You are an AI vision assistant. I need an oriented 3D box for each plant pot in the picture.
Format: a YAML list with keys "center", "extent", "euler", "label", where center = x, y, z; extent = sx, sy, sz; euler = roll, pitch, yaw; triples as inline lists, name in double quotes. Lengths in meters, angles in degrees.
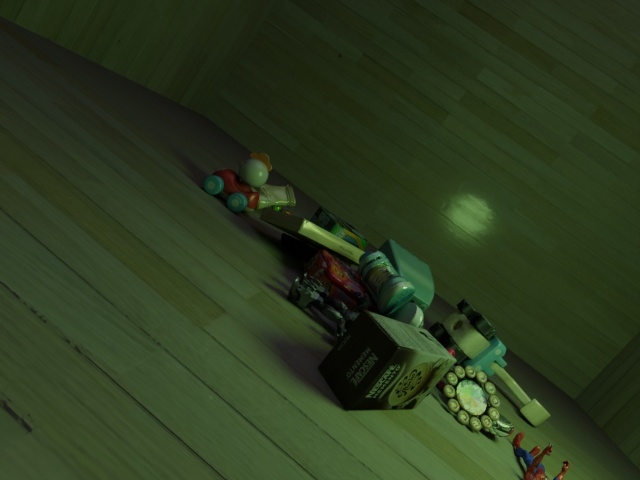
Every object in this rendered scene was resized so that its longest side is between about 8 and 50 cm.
- center: [0.307, 0.199, 1.610]
  extent: [0.247, 0.248, 0.252]
  euler: [33, 23, -21]
  label: "plant pot"

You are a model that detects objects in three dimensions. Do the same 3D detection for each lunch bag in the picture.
- center: [0.074, 0.162, 1.317]
  extent: [0.258, 0.120, 0.293]
  euler: [38, 10, -17]
  label: "lunch bag"

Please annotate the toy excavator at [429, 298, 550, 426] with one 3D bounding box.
- center: [0.748, 0.528, 1.744]
  extent: [0.445, 0.222, 0.433]
  euler: [43, 9, -16]
  label: "toy excavator"

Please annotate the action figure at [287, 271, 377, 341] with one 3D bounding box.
- center: [0.051, 0.194, 1.079]
  extent: [0.285, 0.099, 0.185]
  euler: [30, 27, 10]
  label: "action figure"

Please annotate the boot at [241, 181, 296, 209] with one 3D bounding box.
- center: [-0.240, -0.230, 1.824]
  extent: [0.203, 0.095, 0.262]
  euler: [-5, 36, -28]
  label: "boot"

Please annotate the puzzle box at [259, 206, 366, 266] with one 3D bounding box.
- center: [0.000, 0.000, 1.485]
  extent: [0.409, 0.052, 0.272]
  euler: [28, -5, -37]
  label: "puzzle box"

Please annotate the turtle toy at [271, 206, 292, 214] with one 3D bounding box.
- center: [-0.175, -0.118, 1.853]
  extent: [0.130, 0.066, 0.095]
  euler: [34, 10, -14]
  label: "turtle toy"

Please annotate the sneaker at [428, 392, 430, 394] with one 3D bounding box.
- center: [0.216, 0.334, 1.090]
  extent: [0.211, 0.080, 0.081]
  euler: [42, 13, 24]
  label: "sneaker"

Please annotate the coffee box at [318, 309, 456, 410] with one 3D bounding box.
- center: [0.159, 0.278, 0.901]
  extent: [0.297, 0.168, 0.119]
  euler: [25, 15, -46]
  label: "coffee box"

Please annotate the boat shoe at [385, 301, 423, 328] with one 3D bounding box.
- center: [0.237, 0.263, 1.146]
  extent: [0.102, 0.108, 0.301]
  euler: [37, -26, 4]
  label: "boat shoe"

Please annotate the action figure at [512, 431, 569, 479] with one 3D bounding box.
- center: [0.613, 0.599, 1.102]
  extent: [0.091, 0.139, 0.280]
  euler: [38, 12, 15]
  label: "action figure"

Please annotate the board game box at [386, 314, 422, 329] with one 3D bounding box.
- center: [0.371, 0.371, 1.441]
  extent: [0.317, 0.046, 0.213]
  euler: [41, 8, -23]
  label: "board game box"

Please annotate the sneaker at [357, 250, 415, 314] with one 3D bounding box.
- center: [0.182, 0.113, 1.230]
  extent: [0.208, 0.127, 0.319]
  euler: [56, 0, 17]
  label: "sneaker"

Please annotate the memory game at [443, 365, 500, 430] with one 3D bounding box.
- center: [0.441, 0.454, 1.165]
  extent: [0.186, 0.012, 0.186]
  euler: [10, 54, -14]
  label: "memory game"

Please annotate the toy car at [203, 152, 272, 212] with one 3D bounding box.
- center: [-0.295, -0.252, 1.559]
  extent: [0.210, 0.238, 0.219]
  euler: [37, 10, 0]
  label: "toy car"

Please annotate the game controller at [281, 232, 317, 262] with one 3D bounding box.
- center: [-0.017, 0.058, 1.595]
  extent: [0.319, 0.067, 0.166]
  euler: [29, 12, -40]
  label: "game controller"

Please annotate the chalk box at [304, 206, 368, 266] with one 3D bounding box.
- center: [0.036, -0.017, 1.807]
  extent: [0.289, 0.179, 0.180]
  euler: [28, 14, -38]
  label: "chalk box"

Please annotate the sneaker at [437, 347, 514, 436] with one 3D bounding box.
- center: [0.462, 0.468, 1.234]
  extent: [0.299, 0.112, 0.121]
  euler: [43, 11, 28]
  label: "sneaker"
